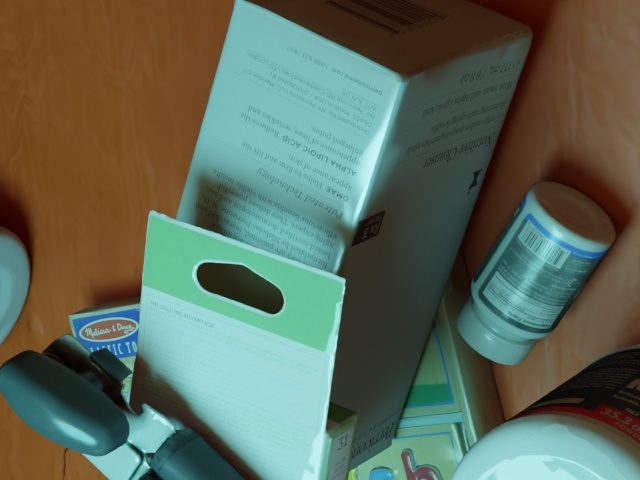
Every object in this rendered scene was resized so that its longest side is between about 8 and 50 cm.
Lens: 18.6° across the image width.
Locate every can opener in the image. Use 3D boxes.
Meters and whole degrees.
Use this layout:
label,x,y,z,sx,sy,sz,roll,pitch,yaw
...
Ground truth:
label,x,y,z,sx,sy,sz,roll,pitch,yaw
can opener,-0.115,0.179,1.374,0.283,0.095,0.076,42,122,14

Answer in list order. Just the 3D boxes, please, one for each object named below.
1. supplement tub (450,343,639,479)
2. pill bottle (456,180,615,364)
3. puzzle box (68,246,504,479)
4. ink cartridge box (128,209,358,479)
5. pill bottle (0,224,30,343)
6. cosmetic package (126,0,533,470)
label,x,y,z,sx,sy,sz,roll,pitch,yaw
supplement tub,0.228,0.185,1.429,0.191,0.272,0.191,10,108,31
pill bottle,0.167,0.028,1.545,0.078,0.078,0.137,41,122,17
puzzle box,-0.026,0.162,1.725,0.409,0.052,0.272,-11,97,35
ink cartridge box,-0.056,0.105,1.406,0.171,0.056,0.235,19,111,26
pill bottle,-0.433,0.005,1.879,0.283,0.160,0.160,28,117,24
cosmetic package,0.000,0.000,1.502,0.156,0.217,0.385,27,118,24
